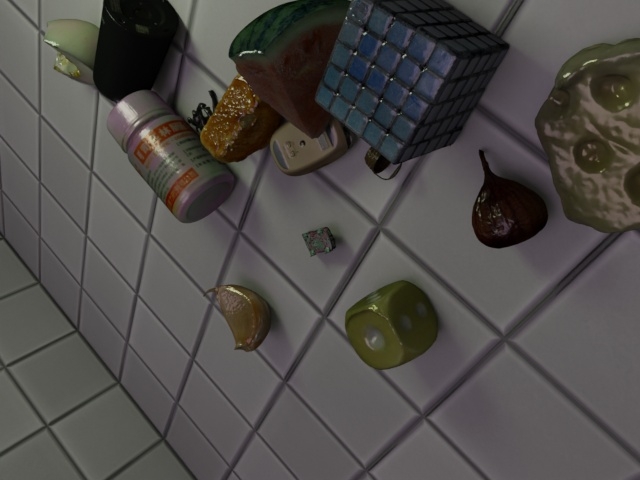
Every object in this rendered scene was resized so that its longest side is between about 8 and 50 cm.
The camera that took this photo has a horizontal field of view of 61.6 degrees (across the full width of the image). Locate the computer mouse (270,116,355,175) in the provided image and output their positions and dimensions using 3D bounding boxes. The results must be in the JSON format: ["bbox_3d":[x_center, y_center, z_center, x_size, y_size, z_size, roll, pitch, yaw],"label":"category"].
[{"bbox_3d":[-0.023,-0.250,1.346,0.236,0.082,0.145,-23,94,36],"label":"computer mouse"}]

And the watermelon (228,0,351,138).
[{"bbox_3d":[-0.025,-0.396,1.157,0.293,0.283,0.250,52,142,-8],"label":"watermelon"}]

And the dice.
[{"bbox_3d":[0.177,0.209,1.342,0.166,0.169,0.169,-27,91,46],"label":"dice"}]

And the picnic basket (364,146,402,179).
[{"bbox_3d":[0.149,-0.179,1.236,0.083,0.072,0.072,44,135,30],"label":"picnic basket"}]

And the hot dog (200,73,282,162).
[{"bbox_3d":[-0.192,-0.322,1.415,0.150,0.153,0.257,52,123,16],"label":"hot dog"}]

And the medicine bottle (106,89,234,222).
[{"bbox_3d":[-0.458,-0.258,1.643,0.388,0.219,0.219,49,135,11],"label":"medicine bottle"}]

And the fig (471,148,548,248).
[{"bbox_3d":[0.358,-0.090,1.061,0.146,0.133,0.201,-15,92,36],"label":"fig"}]

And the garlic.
[{"bbox_3d":[-0.257,0.239,1.762,0.245,0.164,0.145,56,154,13],"label":"garlic"}]

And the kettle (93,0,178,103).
[{"bbox_3d":[-0.583,-0.595,1.604,0.262,0.203,0.308,52,139,5],"label":"kettle"}]

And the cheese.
[{"bbox_3d":[0.509,-0.165,0.884,0.318,0.115,0.327,40,132,19],"label":"cheese"}]

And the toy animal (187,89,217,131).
[{"bbox_3d":[-0.301,-0.340,1.573,0.232,0.084,0.148,36,144,27],"label":"toy animal"}]

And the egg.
[{"bbox_3d":[-0.793,-0.641,1.800,0.206,0.162,0.271,24,170,-7],"label":"egg"}]

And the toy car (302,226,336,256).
[{"bbox_3d":[0.000,0.000,1.479,0.142,0.055,0.069,-13,101,59],"label":"toy car"}]

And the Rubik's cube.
[{"bbox_3d":[0.170,-0.321,1.025,0.237,0.238,0.237,41,131,20],"label":"Rubik's cube"}]
